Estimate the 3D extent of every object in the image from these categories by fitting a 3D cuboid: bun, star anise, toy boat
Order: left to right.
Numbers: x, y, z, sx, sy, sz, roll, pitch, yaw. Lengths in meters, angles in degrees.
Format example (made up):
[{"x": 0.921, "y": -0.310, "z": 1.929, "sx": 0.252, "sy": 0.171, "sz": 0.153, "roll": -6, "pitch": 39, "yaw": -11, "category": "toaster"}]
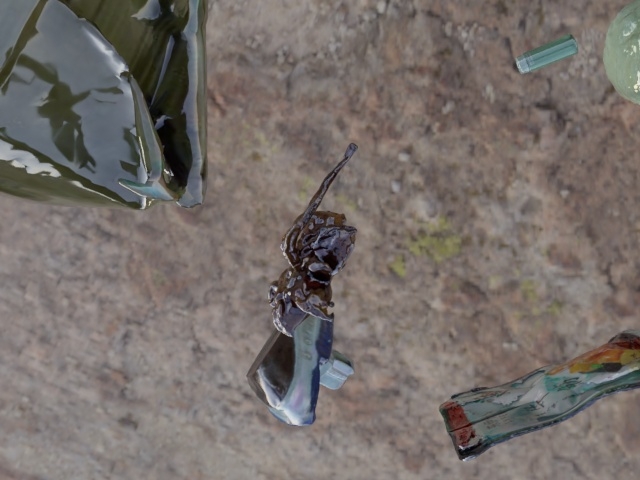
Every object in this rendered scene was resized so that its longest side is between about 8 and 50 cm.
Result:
[{"x": -0.017, "y": 0.158, "z": 1.277, "sx": 0.115, "sy": 0.262, "sz": 0.114, "roll": 38, "pitch": 107, "yaw": -2, "category": "toy boat"}, {"x": 0.000, "y": 0.000, "z": 0.970, "sx": 0.070, "sy": 0.097, "sz": 0.191, "roll": 26, "pitch": 93, "yaw": -13, "category": "star anise"}, {"x": 0.377, "y": -0.198, "z": 0.996, "sx": 0.195, "sy": 0.195, "sz": 0.118, "roll": -5, "pitch": 96, "yaw": 14, "category": "bun"}]

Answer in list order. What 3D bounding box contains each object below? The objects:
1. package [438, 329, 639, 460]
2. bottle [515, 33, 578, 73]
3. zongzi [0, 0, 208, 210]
[{"x": 0.214, "y": 0.120, "z": 0.866, "sx": 0.231, "sy": 0.166, "sz": 0.040, "roll": -17, "pitch": 95, "yaw": 3, "category": "package"}, {"x": 0.314, "y": -0.258, "z": 1.424, "sx": 0.083, "sy": 0.030, "sz": 0.030, "roll": -21, "pitch": 124, "yaw": 7, "category": "bottle"}, {"x": -0.180, "y": -0.224, "z": 0.276, "sx": 0.181, "sy": 0.418, "sz": 0.447, "roll": 10, "pitch": 174, "yaw": 37, "category": "zongzi"}]
